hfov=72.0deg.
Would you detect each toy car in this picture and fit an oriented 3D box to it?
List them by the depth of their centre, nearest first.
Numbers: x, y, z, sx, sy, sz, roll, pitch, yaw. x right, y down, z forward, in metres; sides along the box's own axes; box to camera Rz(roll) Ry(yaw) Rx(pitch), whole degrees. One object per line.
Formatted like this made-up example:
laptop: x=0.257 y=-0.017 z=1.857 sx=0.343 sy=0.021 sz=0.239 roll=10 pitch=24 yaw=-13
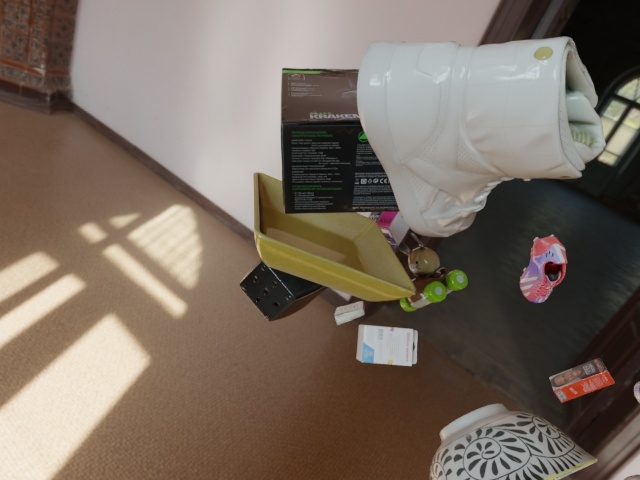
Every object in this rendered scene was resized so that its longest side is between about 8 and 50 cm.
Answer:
toy car: x=0.266 y=0.074 z=1.175 sx=0.149 sy=0.155 sz=0.188 roll=-23 pitch=80 yaw=-25

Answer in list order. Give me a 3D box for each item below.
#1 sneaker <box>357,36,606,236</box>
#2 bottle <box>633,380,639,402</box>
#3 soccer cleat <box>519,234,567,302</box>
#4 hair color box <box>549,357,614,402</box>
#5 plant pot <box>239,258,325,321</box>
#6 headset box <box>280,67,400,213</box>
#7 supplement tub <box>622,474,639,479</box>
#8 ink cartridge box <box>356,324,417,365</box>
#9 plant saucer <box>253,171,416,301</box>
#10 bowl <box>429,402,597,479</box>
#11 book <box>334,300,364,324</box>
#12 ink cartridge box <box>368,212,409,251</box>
sneaker: x=0.160 y=-0.067 z=0.409 sx=0.169 sy=0.108 sz=0.292 roll=9 pitch=-14 yaw=29
bottle: x=0.838 y=0.331 z=0.981 sx=0.092 sy=0.283 sz=0.118 roll=-40 pitch=78 yaw=-22
soccer cleat: x=0.554 y=0.093 z=1.091 sx=0.083 sy=0.248 sz=0.095 roll=-9 pitch=45 yaw=6
hair color box: x=0.700 y=0.376 z=1.185 sx=0.043 sy=0.141 sz=0.072 roll=56 pitch=22 yaw=-1
plant pot: x=-0.096 y=0.103 z=1.159 sx=0.188 sy=0.187 sz=0.167 roll=49 pitch=37 yaw=3
headset box: x=0.063 y=-0.167 z=0.673 sx=0.247 sy=0.131 sz=0.283 roll=-1 pitch=34 yaw=-4
supplement tub: x=0.798 y=0.619 z=0.929 sx=0.325 sy=0.235 sz=0.235 roll=-8 pitch=24 yaw=8
ink cartridge box: x=0.171 y=0.267 z=1.123 sx=0.143 sy=0.092 sz=0.090 roll=6 pitch=-11 yaw=-4
plant saucer: x=0.000 y=0.000 z=0.926 sx=0.333 sy=0.081 sz=0.332 roll=21 pitch=23 yaw=-18
bowl: x=0.173 y=0.218 z=0.444 sx=0.170 sy=0.170 sz=0.080 roll=6 pitch=44 yaw=-33
book: x=0.100 y=0.238 z=1.478 sx=0.096 sy=0.035 sz=0.144 roll=-17 pitch=1 yaw=5
ink cartridge box: x=0.233 y=-0.108 z=1.298 sx=0.069 sy=0.370 sz=0.176 roll=32 pitch=-6 yaw=-18
